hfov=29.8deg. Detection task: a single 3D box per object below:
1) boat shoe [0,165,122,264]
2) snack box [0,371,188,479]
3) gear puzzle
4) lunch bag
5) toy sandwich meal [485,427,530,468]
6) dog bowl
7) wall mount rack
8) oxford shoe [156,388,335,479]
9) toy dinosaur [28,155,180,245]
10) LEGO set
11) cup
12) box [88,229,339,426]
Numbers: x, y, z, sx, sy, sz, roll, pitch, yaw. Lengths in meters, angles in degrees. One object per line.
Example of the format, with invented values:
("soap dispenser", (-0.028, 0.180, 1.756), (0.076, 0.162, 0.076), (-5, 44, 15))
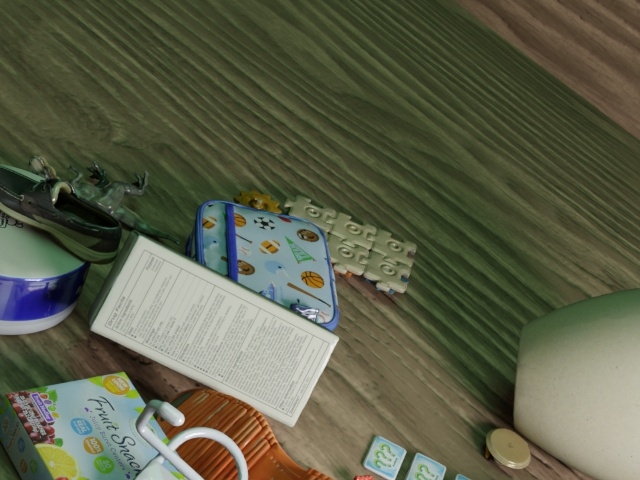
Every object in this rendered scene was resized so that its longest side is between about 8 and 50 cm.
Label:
("boat shoe", (-0.370, -0.052, 1.669), (0.223, 0.073, 0.080), (32, 29, 5))
("snack box", (-0.276, 0.267, 1.478), (0.174, 0.070, 0.207), (-6, 46, -41))
("gear puzzle", (0.000, 0.000, 2.110), (0.339, 0.044, 0.175), (23, 33, -2))
("lunch bag", (-0.102, 0.064, 1.868), (0.243, 0.115, 0.303), (15, 32, -16))
("toy sandwich meal", (0.287, 0.324, 1.858), (0.085, 0.029, 0.085), (18, 37, -14))
("dog bowl", (-0.455, 0.007, 1.693), (0.265, 0.104, 0.265), (19, 33, -13))
("wall mount rack", (-0.142, 0.354, 1.325), (0.304, 0.130, 0.350), (41, 51, 0))
("oxford shoe", (-0.078, 0.319, 1.531), (0.130, 0.133, 0.364), (-40, 50, -19))
("toy dinosaur", (-0.341, -0.075, 1.946), (0.268, 0.064, 0.118), (24, 38, -8))
("LEGO set", (0.130, 0.364, 1.655), (0.182, 0.060, 0.244), (26, 32, 6))
("cup", (0.429, 0.224, 1.883), (0.237, 0.331, 0.331), (5, 28, 14))
("box", (-0.150, 0.118, 1.651), (0.311, 0.148, 0.121), (29, -1, -13))
